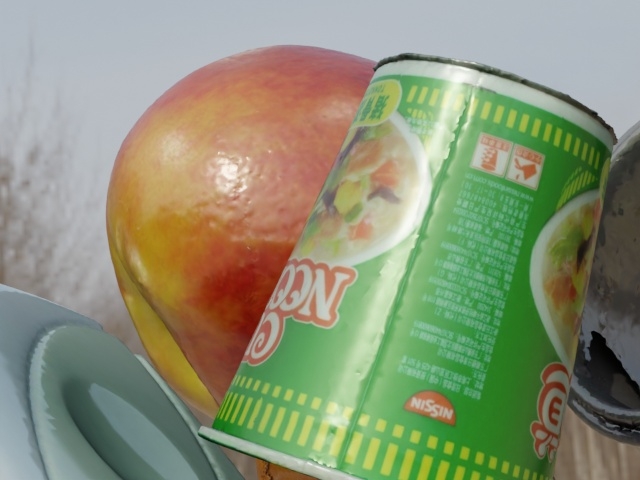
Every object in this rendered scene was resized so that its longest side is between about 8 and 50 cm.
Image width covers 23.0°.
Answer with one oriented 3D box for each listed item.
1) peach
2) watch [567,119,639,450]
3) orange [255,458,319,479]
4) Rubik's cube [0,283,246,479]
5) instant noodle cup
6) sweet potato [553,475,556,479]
[{"bbox_3d":[0.000,0.000,1.455,0.388,0.388,0.388,-4,-9,-1],"label":"peach"},{"bbox_3d":[0.305,0.061,1.088,0.314,0.335,0.327,25,-7,-30],"label":"watch"},{"bbox_3d":[0.048,0.228,1.690,0.240,0.240,0.240,-4,-9,-1],"label":"orange"},{"bbox_3d":[-0.231,0.249,0.976,0.352,0.347,0.351,-46,-27,10],"label":"Rubik's cube"},{"bbox_3d":[0.065,0.031,0.876,0.207,0.233,0.207,18,-8,3],"label":"instant noodle cup"},{"bbox_3d":[0.157,0.246,0.975,0.058,0.255,0.078,-16,13,-6],"label":"sweet potato"}]
